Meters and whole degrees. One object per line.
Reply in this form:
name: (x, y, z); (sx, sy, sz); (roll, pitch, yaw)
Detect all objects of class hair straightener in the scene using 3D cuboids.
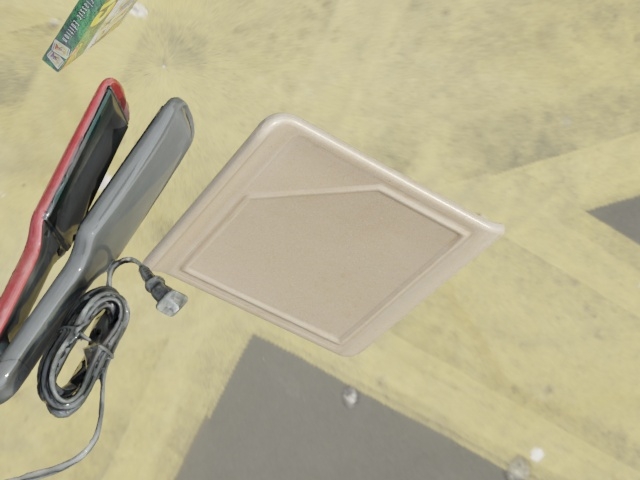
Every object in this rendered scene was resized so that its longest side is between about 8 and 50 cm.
hair straightener: (-0.113, 0.022, 0.559); (0.089, 0.047, 0.230); (15, 59, 16)

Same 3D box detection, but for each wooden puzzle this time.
wooden puzzle: (0.000, 0.000, 0.978); (0.239, 0.044, 0.221); (23, 135, -24)

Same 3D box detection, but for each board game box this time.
board game box: (-0.208, -0.294, 1.256); (0.030, 0.136, 0.260); (45, 135, -4)
